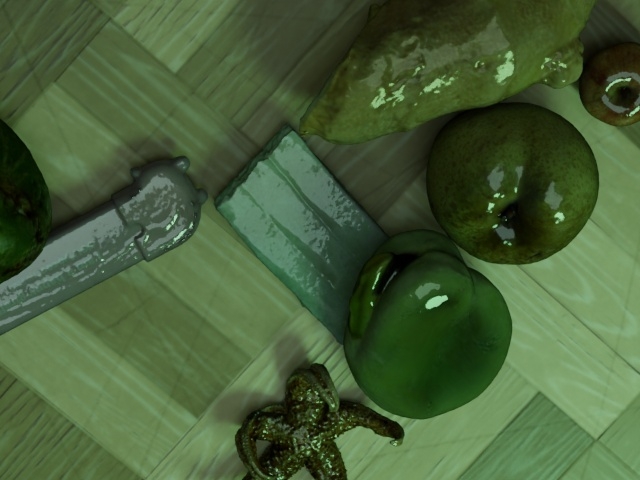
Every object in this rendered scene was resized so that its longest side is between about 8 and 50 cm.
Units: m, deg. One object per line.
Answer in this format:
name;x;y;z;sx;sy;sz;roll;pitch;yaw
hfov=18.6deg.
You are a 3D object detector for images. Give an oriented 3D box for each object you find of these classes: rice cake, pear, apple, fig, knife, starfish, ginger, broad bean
rice cake;0.000;0.000;1.931;0.211;0.038;0.124;43;95;-15
pear;0.182;-0.054;1.882;0.167;0.137;0.167;7;133;7
apple;0.294;-0.153;1.912;0.084;0.071;0.084;0;105;1
fig;-0.389;-0.022;1.817;0.235;0.203;0.203;-26;107;22
knife;-0.288;0.043;1.907;0.398;0.038;0.132;-28;112;0
starfish;-0.016;0.222;1.965;0.190;0.074;0.146;-44;103;5
ginger;0.129;-0.196;1.850;0.354;0.126;0.190;-28;87;4
broad bean;0.100;0.090;1.908;0.169;0.100;0.228;-32;128;9
